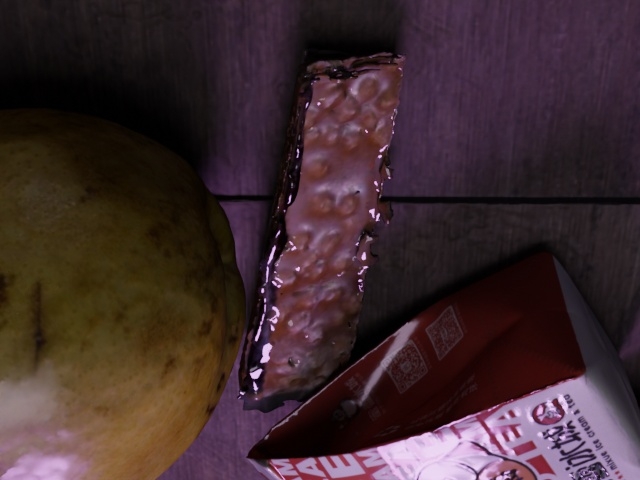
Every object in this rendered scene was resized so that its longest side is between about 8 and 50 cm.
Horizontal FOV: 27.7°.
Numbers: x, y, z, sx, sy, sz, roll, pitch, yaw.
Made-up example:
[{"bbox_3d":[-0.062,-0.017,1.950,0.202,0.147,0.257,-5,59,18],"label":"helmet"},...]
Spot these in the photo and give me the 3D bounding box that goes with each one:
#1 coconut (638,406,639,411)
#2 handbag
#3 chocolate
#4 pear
[{"bbox_3d":[0.254,0.185,1.138,0.158,0.055,0.133,12,124,-12],"label":"coconut"},{"bbox_3d":[0.099,0.154,1.056,0.298,0.151,0.171,-25,128,18],"label":"handbag"},{"bbox_3d":[-0.005,-0.003,0.994,0.102,0.065,0.329,-6,130,-22],"label":"chocolate"},{"bbox_3d":[-0.196,0.051,0.898,0.304,0.304,0.304,-1,126,-1],"label":"pear"}]
